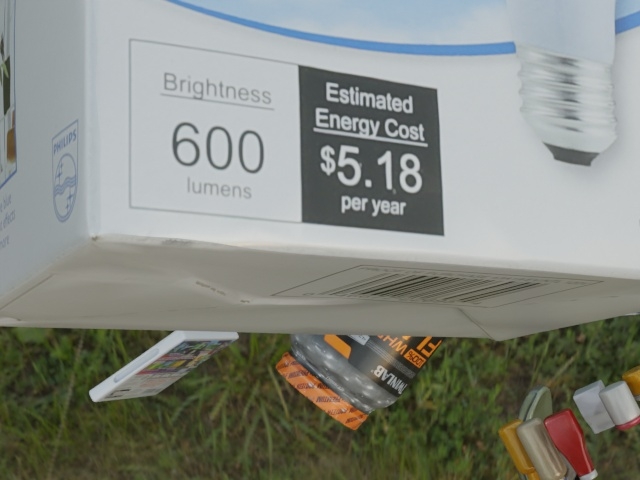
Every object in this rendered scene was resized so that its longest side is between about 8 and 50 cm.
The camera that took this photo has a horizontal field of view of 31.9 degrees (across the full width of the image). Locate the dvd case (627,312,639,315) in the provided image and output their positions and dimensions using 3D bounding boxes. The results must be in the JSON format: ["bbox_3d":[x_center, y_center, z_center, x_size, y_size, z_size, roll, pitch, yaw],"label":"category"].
[{"bbox_3d":[0.452,0.008,1.677,0.164,0.018,0.221,-8,62,31],"label":"dvd case"}]

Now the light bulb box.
[{"bbox_3d":[0.010,-0.140,0.601,0.358,0.225,0.361,4,76,-30],"label":"light bulb box"}]

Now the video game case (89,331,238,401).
[{"bbox_3d":[-0.243,0.193,1.761,0.183,0.201,0.023,-35,75,14],"label":"video game case"}]

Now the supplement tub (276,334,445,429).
[{"bbox_3d":[0.053,0.065,0.987,0.117,0.117,0.190,37,89,24],"label":"supplement tub"}]

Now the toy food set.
[{"bbox_3d":[0.360,0.264,1.513,0.232,0.111,0.104,-28,87,18],"label":"toy food set"}]

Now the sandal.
[{"bbox_3d":[0.357,0.364,1.678,0.086,0.120,0.303,-9,91,30],"label":"sandal"}]
